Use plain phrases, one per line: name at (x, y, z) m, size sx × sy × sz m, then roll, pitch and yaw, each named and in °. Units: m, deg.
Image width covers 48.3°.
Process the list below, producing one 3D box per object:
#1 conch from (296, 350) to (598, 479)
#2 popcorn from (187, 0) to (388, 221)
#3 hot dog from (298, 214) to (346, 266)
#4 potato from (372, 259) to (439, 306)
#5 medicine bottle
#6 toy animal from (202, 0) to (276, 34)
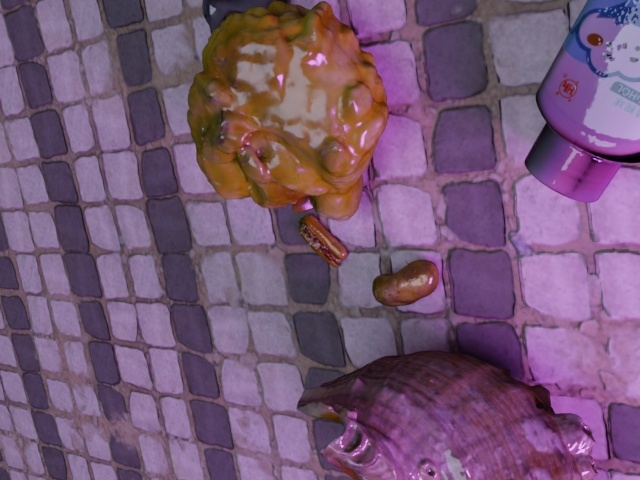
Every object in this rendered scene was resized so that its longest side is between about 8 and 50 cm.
conch at (0.143, 0.213, 0.770) m, size 0.352 × 0.210 × 0.297 m, roll 48°, pitch 167°, yaw -29°
popcorn at (-0.029, -0.141, 0.813) m, size 0.233 × 0.192 × 0.266 m, roll -9°, pitch 124°, yaw 22°
hot dog at (0.000, 0.000, 0.923) m, size 0.083 × 0.021 × 0.037 m, roll 43°, pitch 124°, yaw 16°
potato at (0.103, 0.053, 0.852) m, size 0.092 × 0.046 × 0.045 m, roll -25°, pitch 47°, yaw 30°
medicine bottle at (0.265, -0.132, 0.640) m, size 0.119 × 0.094 × 0.188 m, roll 36°, pitch 123°, yaw 20°
toy animal at (-0.056, -0.332, 0.810) m, size 0.324 × 0.090 × 0.195 m, roll -18°, pitch 99°, yaw 38°
